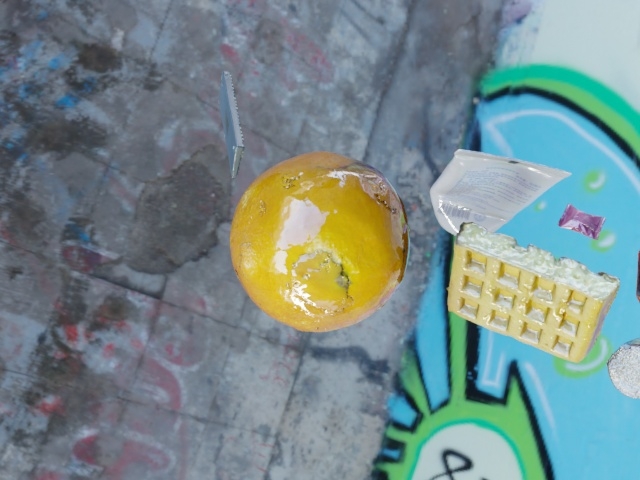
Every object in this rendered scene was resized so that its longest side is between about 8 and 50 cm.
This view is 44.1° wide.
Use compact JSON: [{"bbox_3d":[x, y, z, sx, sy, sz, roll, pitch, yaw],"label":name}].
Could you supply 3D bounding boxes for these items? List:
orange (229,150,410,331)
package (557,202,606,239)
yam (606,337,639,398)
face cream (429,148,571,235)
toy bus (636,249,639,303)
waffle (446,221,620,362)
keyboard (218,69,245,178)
[{"bbox_3d":[0.000,0.000,1.065,0.246,0.246,0.246,-6,98,-43],"label":"orange"},{"bbox_3d":[0.528,-0.038,1.593,0.059,0.083,0.029,-59,160,-22],"label":"package"},{"bbox_3d":[0.474,0.185,1.167,0.127,0.084,0.084,0,95,-61],"label":"yam"},{"bbox_3d":[0.363,-0.105,1.758,0.235,0.420,0.137,13,76,-2],"label":"face cream"},{"bbox_3d":[0.664,0.048,1.199,0.153,0.329,0.143,57,36,-23],"label":"toy bus"},{"bbox_3d":[0.320,0.088,1.237,0.055,0.248,0.221,-57,157,-28],"label":"waffle"},{"bbox_3d":[-0.123,-0.161,1.076,0.014,0.176,0.055,3,133,-17],"label":"keyboard"}]
